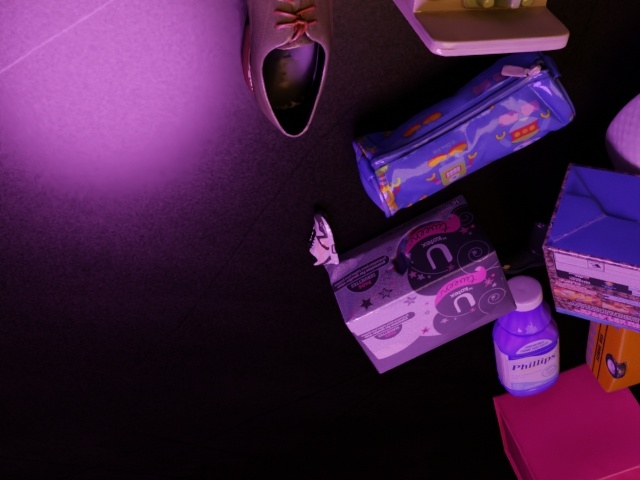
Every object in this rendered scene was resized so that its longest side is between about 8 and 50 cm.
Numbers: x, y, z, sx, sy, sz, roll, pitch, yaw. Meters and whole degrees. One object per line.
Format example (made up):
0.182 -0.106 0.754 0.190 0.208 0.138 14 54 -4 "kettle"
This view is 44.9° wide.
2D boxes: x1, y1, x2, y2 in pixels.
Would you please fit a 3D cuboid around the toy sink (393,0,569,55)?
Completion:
0.155 -0.308 0.799 0.153 0.234 0.131 -7 134 -13 "toy sink"

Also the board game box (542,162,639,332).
0.478 0.029 1.166 0.232 0.141 0.291 14 163 25 "board game box"

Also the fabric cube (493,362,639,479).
0.543 0.445 1.629 0.258 0.254 0.259 -22 135 1 "fabric cube"

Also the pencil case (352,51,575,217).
0.189 -0.149 1.039 0.306 0.119 0.133 -29 158 8 "pencil case"

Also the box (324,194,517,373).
0.157 0.071 1.220 0.247 0.142 0.163 -27 135 6 "box"

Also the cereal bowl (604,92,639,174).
0.592 -0.138 1.093 0.339 0.141 0.339 -9 157 -4 "cereal bowl"

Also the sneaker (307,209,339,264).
0.000 0.000 1.170 0.044 0.040 0.109 -12 132 1 "sneaker"

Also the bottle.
0.380 0.178 1.433 0.118 0.092 0.283 -18 135 -1 "bottle"

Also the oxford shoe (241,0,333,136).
-0.026 -0.274 0.839 0.123 0.130 0.348 -11 134 -9 "oxford shoe"

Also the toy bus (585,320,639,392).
0.582 0.154 1.456 0.108 0.130 0.332 -16 135 -3 "toy bus"

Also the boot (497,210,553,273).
0.353 0.003 1.294 0.121 0.045 0.099 -9 137 -21 "boot"
